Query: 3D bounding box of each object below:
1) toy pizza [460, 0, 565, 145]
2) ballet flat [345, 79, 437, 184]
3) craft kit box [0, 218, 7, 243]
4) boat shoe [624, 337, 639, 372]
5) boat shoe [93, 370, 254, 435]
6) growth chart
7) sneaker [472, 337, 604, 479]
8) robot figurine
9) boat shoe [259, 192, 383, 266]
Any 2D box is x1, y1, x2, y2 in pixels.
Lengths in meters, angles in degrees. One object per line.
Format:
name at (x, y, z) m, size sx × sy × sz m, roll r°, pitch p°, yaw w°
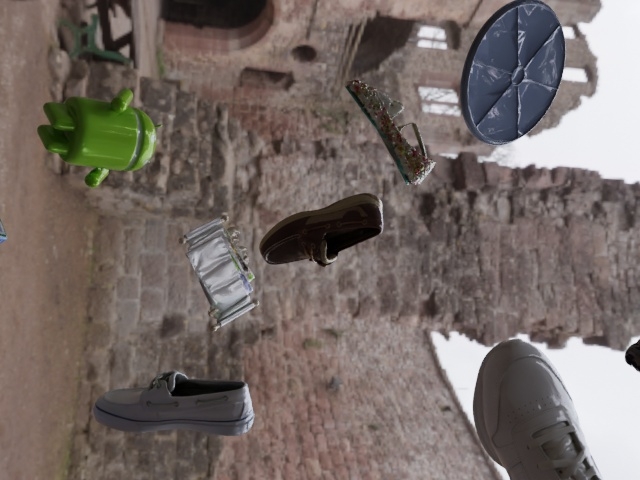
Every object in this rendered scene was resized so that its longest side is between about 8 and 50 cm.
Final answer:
toy pizza at (0.264, -0.232, 0.903) m, size 0.032 × 0.201 × 0.201 m, roll 36°, pitch -55°, yaw 49°
ballet flat at (0.139, -0.216, 1.235) m, size 0.241 × 0.077 × 0.091 m, roll 55°, pitch 9°, yaw -15°
craft kit box at (-0.568, 0.015, 0.778) m, size 0.061 × 0.247 × 0.250 m, roll 61°, pitch 10°, yaw 19°
boat shoe at (0.353, 0.100, 0.406) m, size 0.158 × 0.127 × 0.340 m, roll -54°, pitch -163°, yaw 4°
boat shoe at (-0.203, 0.215, 0.895) m, size 0.083 × 0.226 × 0.075 m, roll -78°, pitch 169°, yaw -74°
growth chart at (-0.220, 0.067, 1.453) m, size 0.021 × 0.172 × 0.237 m, roll -22°, pitch -91°, yaw 44°
sneaker at (0.252, 0.242, 0.637) m, size 0.152 × 0.114 × 0.305 m, roll 150°, pitch -77°, yaw -70°
robot figurine at (-0.216, -0.105, 0.645) m, size 0.067 × 0.115 × 0.101 m, roll 46°, pitch -61°, yaw 39°
boat shoe at (0.000, 0.000, 1.604) m, size 0.123 × 0.342 × 0.123 m, roll 52°, pitch 25°, yaw -47°
